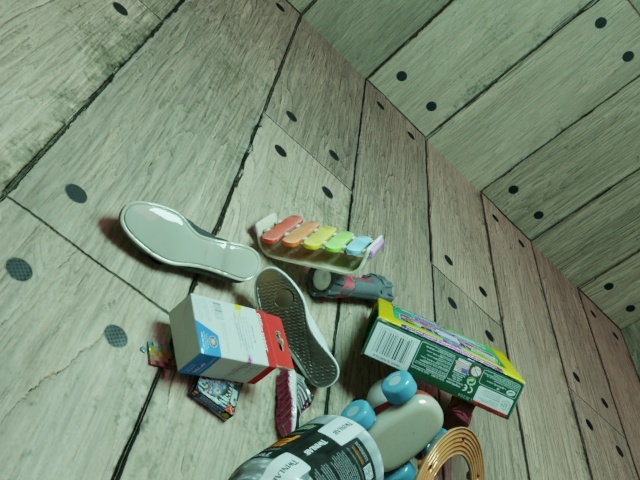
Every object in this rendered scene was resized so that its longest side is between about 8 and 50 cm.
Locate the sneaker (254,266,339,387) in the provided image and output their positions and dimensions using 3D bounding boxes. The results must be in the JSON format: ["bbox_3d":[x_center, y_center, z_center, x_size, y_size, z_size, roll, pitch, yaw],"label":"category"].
[{"bbox_3d":[-0.063,0.195,1.556,0.290,0.106,0.123,62,-7,2],"label":"sneaker"}]

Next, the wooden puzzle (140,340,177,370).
[{"bbox_3d":[-0.295,0.212,1.289,0.083,0.006,0.049,24,39,-41],"label":"wooden puzzle"}]

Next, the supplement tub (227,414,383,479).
[{"bbox_3d":[-0.036,0.437,1.206,0.193,0.193,0.316,58,28,12],"label":"supplement tub"}]

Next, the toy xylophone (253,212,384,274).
[{"bbox_3d":[0.000,0.000,1.762,0.323,0.081,0.236,9,21,10],"label":"toy xylophone"}]

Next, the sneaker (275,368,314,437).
[{"bbox_3d":[-0.048,0.339,1.442,0.075,0.063,0.170,30,29,-24],"label":"sneaker"}]

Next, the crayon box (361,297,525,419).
[{"bbox_3d":[0.286,0.276,1.710,0.363,0.106,0.313,24,4,3],"label":"crayon box"}]

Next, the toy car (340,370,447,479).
[{"bbox_3d":[0.151,0.396,1.598,0.219,0.210,0.238,56,-4,-19],"label":"toy car"}]

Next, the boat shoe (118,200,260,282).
[{"bbox_3d":[-0.284,0.013,1.476,0.335,0.095,0.112,25,73,-34],"label":"boat shoe"}]

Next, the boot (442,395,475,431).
[{"bbox_3d":[0.360,0.460,1.873,0.073,0.197,0.152,49,-11,5],"label":"boot"}]

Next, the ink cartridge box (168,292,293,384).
[{"bbox_3d":[-0.170,0.197,1.355,0.231,0.078,0.134,21,39,-41],"label":"ink cartridge box"}]

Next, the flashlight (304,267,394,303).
[{"bbox_3d":[0.083,0.114,1.877,0.304,0.103,0.103,11,76,-55],"label":"flashlight"}]

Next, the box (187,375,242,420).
[{"bbox_3d":[-0.195,0.268,1.348,0.094,0.027,0.137,41,29,-19],"label":"box"}]

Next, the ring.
[{"bbox_3d":[0.259,0.560,1.482,0.337,0.032,0.336,-9,101,-50],"label":"ring"}]
